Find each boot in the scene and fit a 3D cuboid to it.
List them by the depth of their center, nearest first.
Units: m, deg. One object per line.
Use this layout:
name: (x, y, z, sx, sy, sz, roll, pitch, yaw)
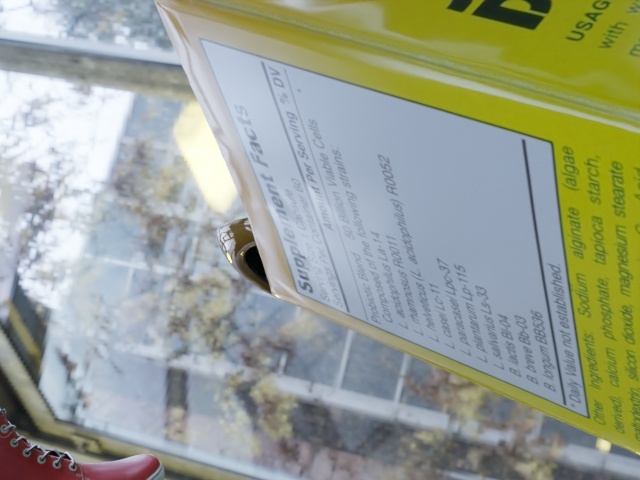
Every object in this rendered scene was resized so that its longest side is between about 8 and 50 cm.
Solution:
boot: (-0.292, 0.227, 1.277, 0.244, 0.088, 0.176, -16, -84, -27)

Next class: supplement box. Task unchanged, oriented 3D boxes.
supplement box: (0.144, -0.046, 0.482, 0.195, 0.356, 0.194, -49, -37, -27)

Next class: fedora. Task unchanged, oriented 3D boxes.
fedora: (0.000, 0.000, 1.111, 0.194, 0.194, 0.079, 62, -138, -56)
